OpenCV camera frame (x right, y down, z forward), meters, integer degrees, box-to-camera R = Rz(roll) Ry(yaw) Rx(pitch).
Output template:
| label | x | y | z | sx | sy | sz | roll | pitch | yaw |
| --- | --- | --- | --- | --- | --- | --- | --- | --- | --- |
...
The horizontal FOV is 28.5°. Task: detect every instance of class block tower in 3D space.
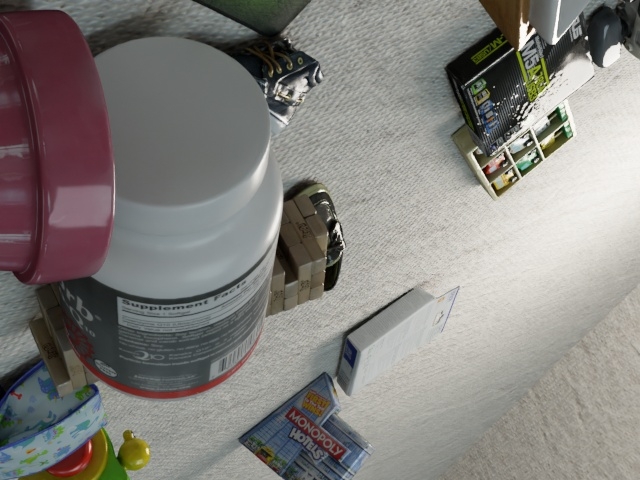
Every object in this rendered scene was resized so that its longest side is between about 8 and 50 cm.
| label | x | y | z | sx | sy | sz | roll | pitch | yaw |
| --- | --- | --- | --- | --- | --- | --- | --- | --- | --- |
| block tower | -0.149 | 0.058 | 1.392 | 0.336 | 0.091 | 0.097 | -21 | 150 | -16 |

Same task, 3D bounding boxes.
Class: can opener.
| label | x | y | z | sx | sy | sz | roll | pitch | yaw |
| --- | --- | --- | --- | --- | --- | --- | --- | --- | --- |
| can opener | 0.403 | -0.309 | 1.635 | 0.095 | 0.076 | 0.283 | -36 | 159 | -8 |

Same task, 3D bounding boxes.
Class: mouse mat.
| label | x | y | z | sx | sy | sz | roll | pitch | yaw |
| --- | --- | --- | --- | --- | --- | --- | --- | --- | --- |
| mouse mat | -0.033 | -0.253 | 1.122 | 0.152 | 0.007 | 0.190 | -44 | 158 | 16 |

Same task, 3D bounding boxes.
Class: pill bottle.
| label | x | y | z | sx | sy | sz | roll | pitch | yaw |
| --- | --- | --- | --- | --- | --- | --- | --- | --- | --- |
| pill bottle | -0.143 | -0.010 | 1.165 | 0.210 | 0.210 | 0.363 | -30 | 158 | -22 |

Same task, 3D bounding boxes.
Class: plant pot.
| label | x | y | z | sx | sy | sz | roll | pitch | yaw |
| --- | --- | --- | --- | --- | --- | --- | --- | --- | --- |
| plant pot | -0.264 | -0.061 | 0.908 | 0.180 | 0.201 | 0.201 | -8 | 147 | -26 |

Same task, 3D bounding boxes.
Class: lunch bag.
| label | x | y | z | sx | sy | sz | roll | pitch | yaw |
| --- | --- | --- | --- | --- | --- | --- | --- | --- | --- |
| lunch bag | -0.337 | 0.216 | 1.491 | 0.151 | 0.096 | 0.129 | -42 | 162 | -19 |

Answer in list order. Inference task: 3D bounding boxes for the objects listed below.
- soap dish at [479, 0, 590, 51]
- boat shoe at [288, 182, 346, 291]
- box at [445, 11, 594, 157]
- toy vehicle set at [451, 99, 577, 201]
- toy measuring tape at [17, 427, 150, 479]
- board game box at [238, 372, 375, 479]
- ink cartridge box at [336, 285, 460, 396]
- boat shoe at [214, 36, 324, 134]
| label | x | y | z | sx | sy | sz | roll | pitch | yaw |
| --- | --- | --- | --- | --- | --- | --- | --- | --- | --- |
| soap dish | 0.239 | -0.342 | 1.135 | 0.291 | 0.118 | 0.229 | -53 | 163 | -11 |
| boat shoe | -0.001 | 0.001 | 1.622 | 0.080 | 0.073 | 0.223 | -33 | 160 | -13 |
| box | 0.259 | -0.213 | 1.604 | 0.184 | 0.045 | 0.190 | -35 | 150 | -1 |
| toy vehicle set | 0.287 | -0.153 | 1.831 | 0.166 | 0.035 | 0.267 | -40 | 160 | 5 |
| toy measuring tape | -0.384 | 0.292 | 1.619 | 0.330 | 0.121 | 0.121 | -11 | 155 | -6 |
| board game box | -0.009 | 0.345 | 2.245 | 0.194 | 0.194 | 0.060 | -51 | 162 | -5 |
| ink cartridge box | 0.135 | 0.167 | 2.249 | 0.224 | 0.045 | 0.223 | -32 | 159 | -19 |
| boat shoe | -0.058 | -0.165 | 1.203 | 0.083 | 0.065 | 0.183 | -49 | 161 | 5 |
